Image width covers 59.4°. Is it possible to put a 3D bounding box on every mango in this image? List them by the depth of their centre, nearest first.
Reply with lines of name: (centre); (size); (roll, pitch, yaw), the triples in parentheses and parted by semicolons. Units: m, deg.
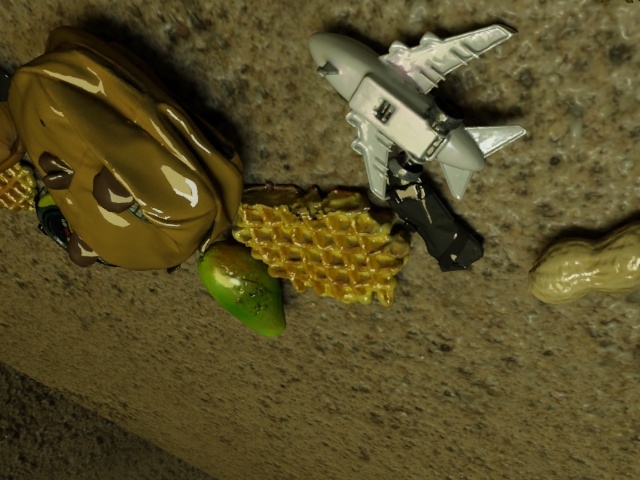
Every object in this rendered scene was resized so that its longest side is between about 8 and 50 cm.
mango: (-0.130, 0.089, 1.034); (0.125, 0.111, 0.233); (-4, 132, 43)

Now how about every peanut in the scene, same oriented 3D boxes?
peanut: (0.336, 0.027, 0.677); (0.187, 0.082, 0.082); (-19, 121, 44)

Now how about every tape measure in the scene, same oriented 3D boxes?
tape measure: (-0.455, -0.050, 1.099); (0.186, 0.112, 0.199); (15, 135, 9)

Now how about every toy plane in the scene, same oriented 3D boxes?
toy plane: (0.089, -0.150, 0.625); (0.255, 0.101, 0.251); (34, 131, -3)

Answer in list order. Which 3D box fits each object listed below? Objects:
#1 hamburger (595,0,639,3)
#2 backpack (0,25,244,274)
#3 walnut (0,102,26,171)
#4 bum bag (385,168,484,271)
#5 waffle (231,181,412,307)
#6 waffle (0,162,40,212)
hamburger: (0.233, -0.264, 0.387); (0.159, 0.131, 0.185); (36, 136, 7)
backpack: (-0.307, -0.118, 0.842); (0.378, 0.201, 0.353); (44, 143, -8)
walnut: (-0.607, -0.214, 0.960); (0.225, 0.193, 0.193); (36, 144, 14)
bum bag: (0.147, -0.023, 0.770); (0.198, 0.049, 0.087); (46, 145, -20)
waffle: (0.000, -0.001, 0.884); (0.309, 0.065, 0.283); (33, 143, -5)
waffle: (-0.701, -0.160, 1.194); (0.243, 0.059, 0.238); (18, 138, 12)
